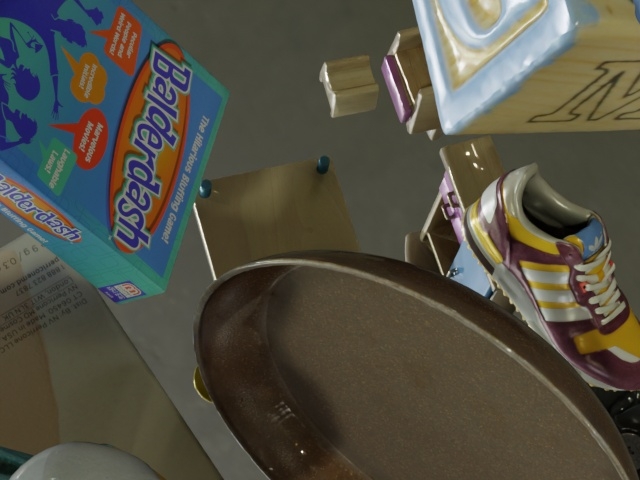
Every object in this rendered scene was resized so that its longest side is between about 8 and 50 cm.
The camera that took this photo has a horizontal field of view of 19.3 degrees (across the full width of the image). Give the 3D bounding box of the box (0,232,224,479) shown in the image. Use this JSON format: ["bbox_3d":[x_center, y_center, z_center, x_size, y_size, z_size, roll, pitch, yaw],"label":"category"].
[{"bbox_3d":[-0.148,0.160,1.227,0.121,0.148,0.311,-31,80,-21],"label":"box"}]

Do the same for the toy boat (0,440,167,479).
[{"bbox_3d":[-0.125,0.139,0.797,0.318,0.267,0.148,-167,94,-76],"label":"toy boat"}]

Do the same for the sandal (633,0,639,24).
[{"bbox_3d":[0.235,-0.102,0.668,0.138,0.126,0.317,-36,26,-34],"label":"sandal"}]

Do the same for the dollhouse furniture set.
[{"bbox_3d":[0.000,0.000,1.673,0.303,0.198,0.286,-14,69,-14],"label":"dollhouse furniture set"}]

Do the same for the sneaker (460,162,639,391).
[{"bbox_3d":[0.185,0.029,1.349,0.069,0.185,0.084,-45,1,-41],"label":"sneaker"}]

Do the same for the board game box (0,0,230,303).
[{"bbox_3d":[-0.155,-0.085,1.130,0.047,0.210,0.160,-14,48,38],"label":"board game box"}]

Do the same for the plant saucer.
[{"bbox_3d":[0.064,0.112,1.126,0.311,0.310,0.050,13,51,35],"label":"plant saucer"}]

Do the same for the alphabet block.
[{"bbox_3d":[0.198,-0.198,1.398,0.193,0.197,0.192,-36,61,58],"label":"alphabet block"}]

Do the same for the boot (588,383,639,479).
[{"bbox_3d":[0.227,0.346,1.887,0.445,0.146,0.367,-31,85,-20],"label":"boot"}]
